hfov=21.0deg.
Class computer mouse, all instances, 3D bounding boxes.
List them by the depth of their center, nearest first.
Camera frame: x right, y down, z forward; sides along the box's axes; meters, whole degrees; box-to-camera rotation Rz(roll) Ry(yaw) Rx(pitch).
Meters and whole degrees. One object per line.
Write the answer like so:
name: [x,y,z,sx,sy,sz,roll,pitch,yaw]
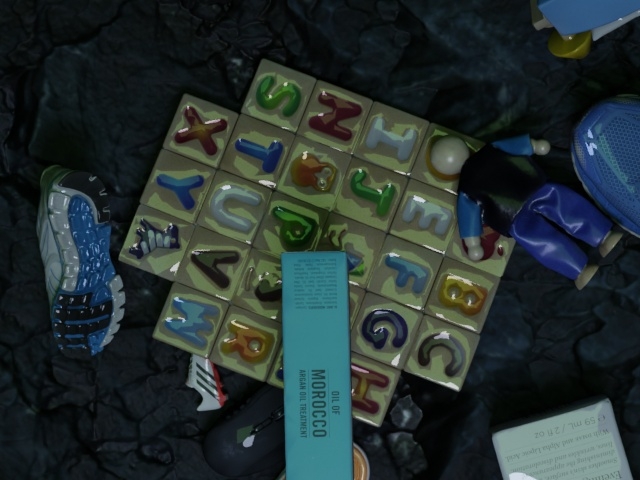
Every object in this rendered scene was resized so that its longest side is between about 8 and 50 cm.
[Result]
computer mouse: [-0.007,0.141,1.613,0.242,0.041,0.071,-37,87,2]

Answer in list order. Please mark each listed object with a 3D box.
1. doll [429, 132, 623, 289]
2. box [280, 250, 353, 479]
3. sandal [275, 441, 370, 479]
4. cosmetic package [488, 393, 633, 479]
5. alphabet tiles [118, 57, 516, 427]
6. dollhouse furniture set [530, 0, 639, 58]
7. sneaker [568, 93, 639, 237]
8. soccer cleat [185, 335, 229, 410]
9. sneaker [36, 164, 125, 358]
doll: [0.178,-0.033,1.584,0.189,0.046,0.129,37,90,5]
box: [-0.002,0.135,1.539,0.060,0.100,0.244,-1,83,2]
sandal: [-0.047,0.296,1.596,0.102,0.076,0.265,31,91,3]
cosmetic package: [0.239,0.267,1.577,0.117,0.085,0.231,-17,87,3]
alphabet tiles: [0.000,0.000,1.611,0.342,0.011,0.285,21,83,3]
dollhouse furniture set: [0.340,-0.305,1.577,0.303,0.198,0.286,-27,43,26]
sneaker: [0.368,-0.020,1.540,0.330,0.147,0.130,37,91,4]
soccer cleat: [-0.113,0.120,1.626,0.035,0.029,0.083,-19,93,-1]
sneaker: [-0.231,0.016,1.620,0.071,0.083,0.191,-9,111,-27]
